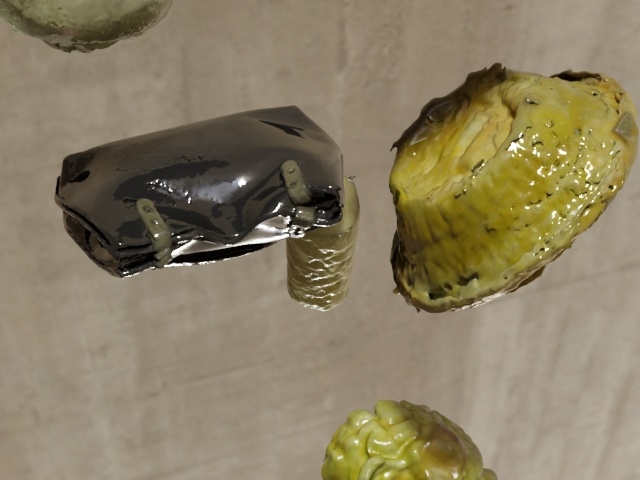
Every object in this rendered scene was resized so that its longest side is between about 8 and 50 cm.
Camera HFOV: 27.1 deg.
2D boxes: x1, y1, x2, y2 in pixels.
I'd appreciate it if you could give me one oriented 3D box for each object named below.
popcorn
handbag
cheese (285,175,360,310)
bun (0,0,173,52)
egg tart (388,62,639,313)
[{"bbox_3d":[0.117,0.311,1.713,0.181,0.235,0.217,-58,-175,4],"label":"popcorn"},{"bbox_3d":[-0.123,-0.042,1.501,0.288,0.342,0.152,-129,-155,-71],"label":"handbag"},{"bbox_3d":[0.000,0.000,1.728,0.167,0.094,0.123,95,-5,-53],"label":"cheese"},{"bbox_3d":[-0.270,-0.281,1.416,0.239,0.239,0.141,63,-39,46],"label":"bun"},{"bbox_3d":[0.187,-0.076,1.477,0.132,0.345,0.345,41,5,-27],"label":"egg tart"}]
